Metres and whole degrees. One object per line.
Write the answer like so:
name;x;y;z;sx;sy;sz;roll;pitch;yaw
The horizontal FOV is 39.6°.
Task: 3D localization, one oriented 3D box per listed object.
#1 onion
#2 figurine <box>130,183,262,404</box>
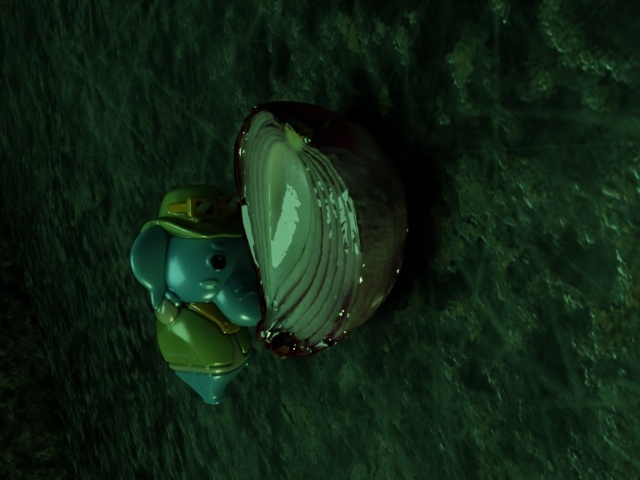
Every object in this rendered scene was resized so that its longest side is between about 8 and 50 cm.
onion;0.000;0.000;0.895;0.227;0.120;0.284;50;139;39
figurine;-0.131;0.058;1.105;0.154;0.180;0.262;26;135;68
